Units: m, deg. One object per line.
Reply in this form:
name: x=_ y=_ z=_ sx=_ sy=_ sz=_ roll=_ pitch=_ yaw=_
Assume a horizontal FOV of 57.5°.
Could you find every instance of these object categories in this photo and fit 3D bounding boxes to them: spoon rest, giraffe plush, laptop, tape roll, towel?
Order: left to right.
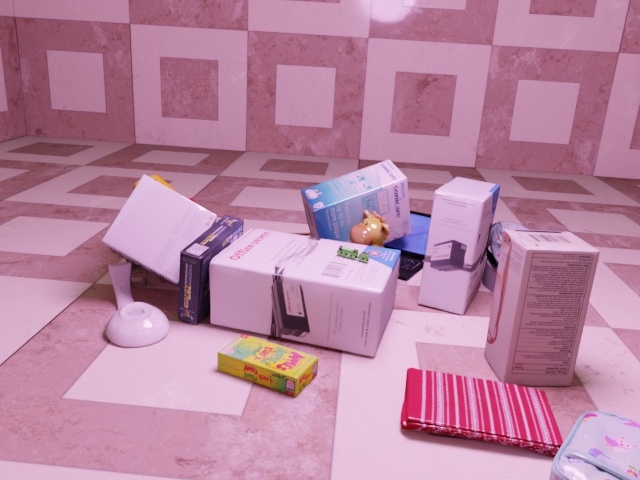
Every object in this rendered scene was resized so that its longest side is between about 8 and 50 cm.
spoon rest: x=-0.435 y=0.158 z=1.346 sx=0.137 sy=0.084 sz=0.276 roll=-8 pitch=35 yaw=-26
giraffe plush: x=0.142 y=0.014 z=1.635 sx=0.181 sy=0.171 sz=0.210 roll=17 pitch=36 yaw=33
laptop: x=0.217 y=-0.004 z=1.807 sx=0.234 sy=0.137 sz=0.264 roll=13 pitch=21 yaw=28
towel: x=0.288 y=0.309 z=1.074 sx=0.274 sy=0.031 sz=0.199 roll=8 pitch=17 yaw=8
tape roll: x=0.579 y=0.101 z=1.667 sx=0.219 sy=0.072 sz=0.219 roll=3 pitch=20 yaw=-1

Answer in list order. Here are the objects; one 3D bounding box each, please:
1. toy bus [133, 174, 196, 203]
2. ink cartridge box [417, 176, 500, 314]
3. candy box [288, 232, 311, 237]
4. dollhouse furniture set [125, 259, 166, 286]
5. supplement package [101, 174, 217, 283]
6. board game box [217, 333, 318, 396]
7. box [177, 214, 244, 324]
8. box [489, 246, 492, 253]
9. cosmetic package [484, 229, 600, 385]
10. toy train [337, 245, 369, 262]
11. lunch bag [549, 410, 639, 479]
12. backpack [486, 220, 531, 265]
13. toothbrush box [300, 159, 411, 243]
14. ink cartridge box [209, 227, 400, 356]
toy bus: x=-0.426 y=-0.095 z=1.592 sx=0.202 sy=0.104 sz=0.191 roll=7 pitch=40 yaw=-6
ink cartridge box: x=0.366 y=0.008 z=1.539 sx=0.128 sy=0.308 sz=0.223 roll=14 pitch=21 yaw=22
candy box: x=0.000 y=0.000 z=1.928 sx=0.205 sy=0.027 sz=0.105 roll=-1 pitch=23 yaw=-11
dollhouse furniture set: x=-0.429 y=0.007 z=1.625 sx=0.212 sy=0.161 sz=0.242 roll=-2 pitch=20 yaw=-16
supplement package: x=-0.395 y=-0.018 z=1.454 sx=0.203 sy=0.194 sz=0.149 roll=30 pitch=-14 yaw=-7
board game box: x=-0.105 y=0.246 z=1.166 sx=0.181 sy=0.043 sz=0.092 roll=12 pitch=20 yaw=24
box: x=-0.262 y=0.066 z=1.410 sx=0.059 sy=0.184 sz=0.233 roll=16 pitch=27 yaw=12
box: x=0.490 y=0.008 z=1.972 sx=0.186 sy=0.038 sz=0.145 roll=4 pitch=19 yaw=-1
cosmetic package: x=0.444 y=0.137 z=1.194 sx=0.153 sy=0.297 sz=0.129 roll=3 pitch=18 yaw=-5
toy train: x=0.075 y=0.031 z=1.343 sx=0.083 sy=0.024 sz=0.017 roll=15 pitch=21 yaw=26
lunch bag: x=0.477 y=0.366 z=0.818 sx=0.279 sy=0.108 sz=0.224 roll=18 pitch=24 yaw=36
backpack: x=0.536 y=0.013 z=1.628 sx=0.151 sy=0.115 sz=0.182 roll=9 pitch=22 yaw=8
toothbrush box: x=0.112 y=-0.084 z=1.751 sx=0.295 sy=0.217 sz=0.126 roll=-20 pitch=40 yaw=-11
ink cartridge box: x=-0.029 y=0.107 z=1.393 sx=0.394 sy=0.167 sz=0.285 roll=9 pitch=19 yaw=14
